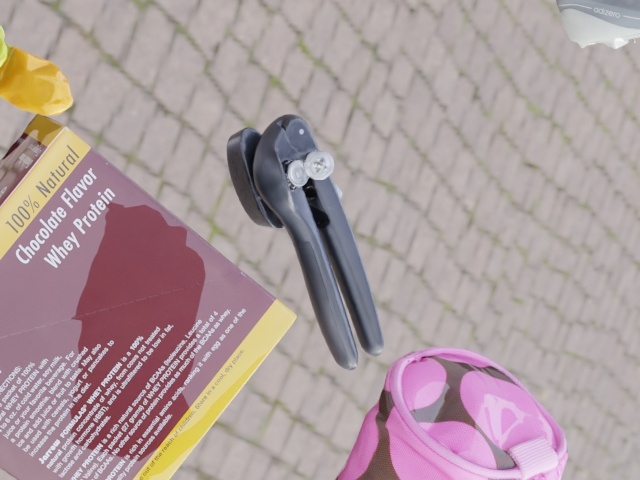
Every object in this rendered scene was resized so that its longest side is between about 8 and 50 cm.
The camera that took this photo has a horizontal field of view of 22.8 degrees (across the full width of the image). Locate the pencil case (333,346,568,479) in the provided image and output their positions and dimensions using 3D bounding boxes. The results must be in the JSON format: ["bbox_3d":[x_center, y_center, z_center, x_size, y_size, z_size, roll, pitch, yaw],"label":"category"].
[{"bbox_3d":[0.041,0.157,0.724,0.095,0.098,0.209,2,118,-35],"label":"pencil case"}]

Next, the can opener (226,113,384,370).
[{"bbox_3d":[0.000,0.000,1.102,0.059,0.073,0.186,-31,101,-25],"label":"can opener"}]

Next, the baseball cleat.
[{"bbox_3d":[0.274,-0.205,1.205,0.072,0.206,0.109,-56,131,-58],"label":"baseball cleat"}]

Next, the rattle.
[{"bbox_3d":[-0.345,-0.196,1.547,0.130,0.143,0.199,-39,153,-16],"label":"rattle"}]

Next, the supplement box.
[{"bbox_3d":[-0.160,0.054,1.033,0.194,0.129,0.191,40,85,-18],"label":"supplement box"}]
